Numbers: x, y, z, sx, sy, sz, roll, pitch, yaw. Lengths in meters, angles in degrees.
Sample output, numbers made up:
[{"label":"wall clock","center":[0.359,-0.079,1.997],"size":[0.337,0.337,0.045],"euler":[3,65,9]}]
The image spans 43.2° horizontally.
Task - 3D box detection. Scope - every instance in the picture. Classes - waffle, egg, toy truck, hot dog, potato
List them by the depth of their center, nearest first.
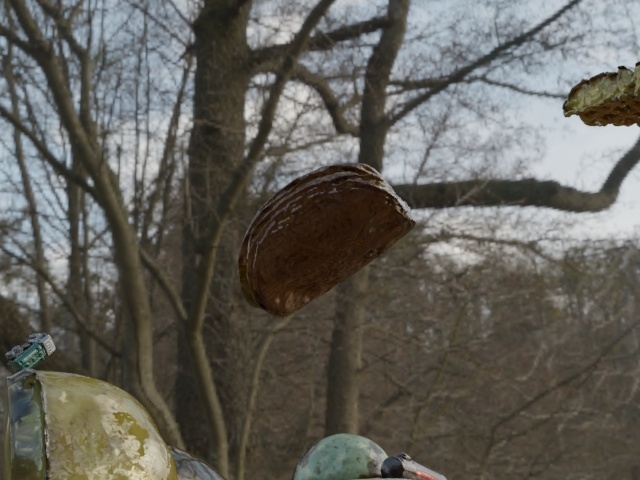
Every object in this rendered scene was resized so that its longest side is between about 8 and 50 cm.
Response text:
[{"label":"potato","center":[-0.296,0.302,1.045],"size":[0.242,0.285,0.242],"euler":[-13,-55,-19]},{"label":"hot dog","center":[0.000,0.000,1.202],"size":[0.272,0.122,0.196],"euler":[-37,-41,12]},{"label":"toy truck","center":[-0.448,0.177,1.254],"size":[0.044,0.039,0.083],"euler":[-3,24,26]},{"label":"waffle","center":[0.543,-0.238,1.294],"size":[0.309,0.065,0.283],"euler":[-3,-8,24]},{"label":"egg","center":[0.035,0.431,1.433],"size":[0.169,0.169,0.231],"euler":[9,-24,-32]}]

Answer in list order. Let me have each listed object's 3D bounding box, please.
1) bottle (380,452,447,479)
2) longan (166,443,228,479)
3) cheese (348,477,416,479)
[{"label":"bottle","center":[0.154,0.390,1.325],"size":[0.060,0.060,0.164],"euler":[-15,-33,29]},{"label":"longan","center":[-0.279,0.503,1.275],"size":[0.404,0.404,0.336],"euler":[8,-60,-29]},{"label":"cheese","center":[0.032,0.340,0.803],"size":[0.198,0.189,0.154],"euler":[-5,-23,-7]}]
